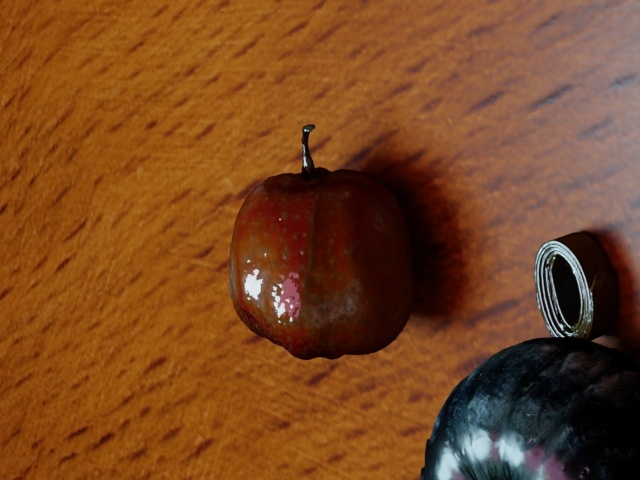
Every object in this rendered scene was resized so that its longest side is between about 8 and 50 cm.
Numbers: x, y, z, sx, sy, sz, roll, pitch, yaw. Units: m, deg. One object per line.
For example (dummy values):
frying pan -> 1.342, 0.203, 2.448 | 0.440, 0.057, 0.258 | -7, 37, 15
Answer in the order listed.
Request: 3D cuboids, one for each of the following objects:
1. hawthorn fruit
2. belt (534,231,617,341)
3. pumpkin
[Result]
hawthorn fruit -> 0.000, 0.000, 1.635 | 0.157, 0.157, 0.194 | 3, 101, 55
belt -> 0.193, 0.036, 1.478 | 0.059, 0.036, 0.083 | -2, 103, 49
pumpkin -> 0.184, 0.185, 1.438 | 0.233, 0.163, 0.233 | 24, 127, 36
